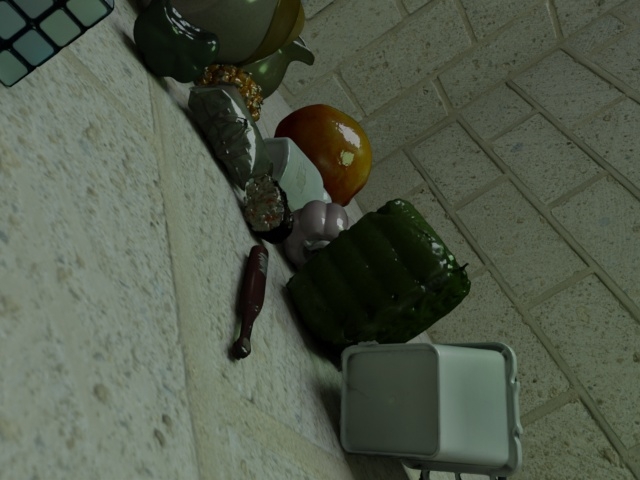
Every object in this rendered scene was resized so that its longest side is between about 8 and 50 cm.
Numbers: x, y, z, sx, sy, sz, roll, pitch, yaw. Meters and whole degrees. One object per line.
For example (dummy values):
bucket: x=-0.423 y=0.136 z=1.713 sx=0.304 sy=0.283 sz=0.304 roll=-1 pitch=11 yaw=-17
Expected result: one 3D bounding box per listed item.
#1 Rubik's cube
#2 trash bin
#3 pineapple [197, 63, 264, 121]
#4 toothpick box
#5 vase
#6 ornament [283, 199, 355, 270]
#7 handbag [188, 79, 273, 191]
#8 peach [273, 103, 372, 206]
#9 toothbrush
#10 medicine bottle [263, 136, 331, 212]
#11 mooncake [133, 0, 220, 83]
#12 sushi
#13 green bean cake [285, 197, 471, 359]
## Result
Rubik's cube: x=-0.336 y=-0.293 z=0.656 sx=0.155 sy=0.154 sz=0.151 roll=49 pitch=13 yaw=-42
trash bin: x=0.199 y=0.315 z=1.071 sx=0.368 sy=0.256 sz=0.295 roll=26 pitch=63 yaw=-54
pineapple: x=-0.216 y=-0.365 z=1.613 sx=0.249 sy=0.140 sz=0.164 roll=54 pitch=10 yaw=-40
toothpick box: x=-0.253 y=-0.662 z=1.588 sx=0.408 sy=0.409 sz=0.425 roll=58 pitch=14 yaw=7
vase: x=-0.223 y=-0.664 z=2.058 sx=0.329 sy=0.302 sz=0.240 roll=50 pitch=13 yaw=-35
ornament: x=-0.001 y=0.000 z=1.379 sx=0.177 sy=0.178 sz=0.177 roll=55 pitch=9 yaw=-13
handbag: x=-0.198 y=-0.239 z=1.337 sx=0.270 sy=0.117 sz=0.182 roll=64 pitch=24 yaw=-5
peach: x=0.006 y=-0.254 z=1.848 sx=0.332 sy=0.308 sz=0.308 roll=59 pitch=9 yaw=-6
toothbrush: x=-0.107 y=0.086 z=0.939 sx=0.040 sy=0.041 sz=0.364 roll=54 pitch=10 yaw=-18
medicine bottle: x=-0.071 y=-0.151 z=1.616 sx=0.296 sy=0.111 sz=0.161 roll=38 pitch=59 yaw=-59
mooncake: x=-0.298 y=-0.416 z=1.243 sx=0.104 sy=0.175 sz=0.168 roll=-117 pitch=-149 yaw=-54
sushi: x=-0.110 y=-0.065 z=1.260 sx=0.078 sy=0.091 sz=0.150 roll=58 pitch=16 yaw=-53
green bean cake: x=0.138 y=0.106 z=1.226 sx=0.319 sy=0.335 sz=0.218 roll=37 pitch=21 yaw=-58
